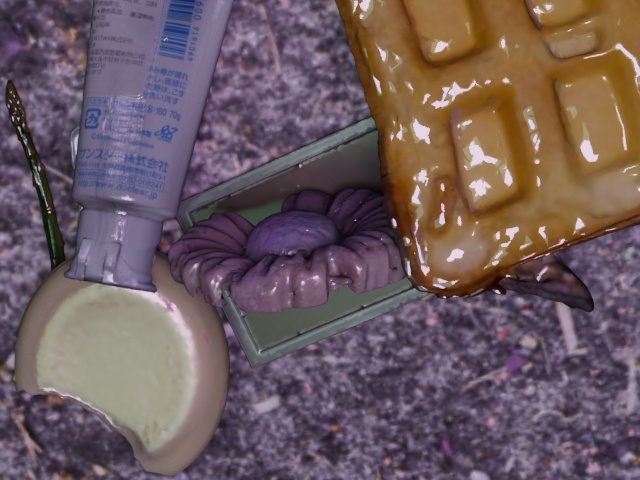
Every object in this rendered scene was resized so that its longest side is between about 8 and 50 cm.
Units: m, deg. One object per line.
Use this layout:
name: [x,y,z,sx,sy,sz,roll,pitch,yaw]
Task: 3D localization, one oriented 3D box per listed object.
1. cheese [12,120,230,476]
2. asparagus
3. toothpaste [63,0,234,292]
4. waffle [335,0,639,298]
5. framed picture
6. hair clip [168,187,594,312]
cheese: [-0.132,0.042,1.045,0.163,0.071,0.249,16,97,-3]
asparagus: [-0.212,-0.041,1.060,0.016,0.016,0.163,-5,106,27]
toothpaste: [-0.120,-0.115,0.985,0.114,0.073,0.299,10,85,3]
waffle: [0.181,-0.146,0.890,0.348,0.077,0.304,-17,87,-1]
framed picture: [0.000,0.000,1.052,0.183,0.011,0.142,-24,102,11]
hair clip: [0.051,0.008,0.972,0.300,0.173,0.069,3,102,-18]
